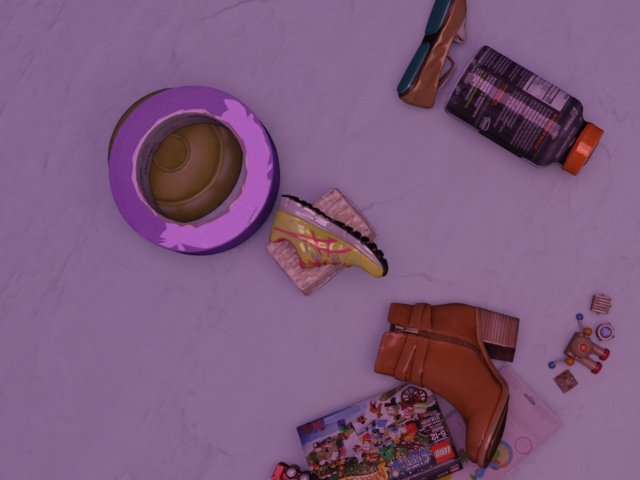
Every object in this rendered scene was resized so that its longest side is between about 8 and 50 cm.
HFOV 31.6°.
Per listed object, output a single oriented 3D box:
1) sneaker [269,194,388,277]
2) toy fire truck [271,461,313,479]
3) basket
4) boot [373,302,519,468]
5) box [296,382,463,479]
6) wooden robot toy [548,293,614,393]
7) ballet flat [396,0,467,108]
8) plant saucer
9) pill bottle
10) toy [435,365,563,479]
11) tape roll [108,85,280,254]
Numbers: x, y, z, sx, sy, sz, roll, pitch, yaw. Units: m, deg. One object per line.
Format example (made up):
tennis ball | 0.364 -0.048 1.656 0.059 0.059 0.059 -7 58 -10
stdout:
sneaker | 0.010 0.013 1.793 0.208 0.081 0.094 30 96 14
toy fire truck | -0.054 0.443 1.873 0.192 0.047 0.135 24 88 7
basket | 0.000 0.000 1.880 0.167 0.103 0.113 -41 83 0
boot | 0.192 0.217 1.797 0.220 0.109 0.283 8 59 10
box | 0.094 0.335 1.828 0.233 0.044 0.159 -22 53 1
wooden robot toy | 0.433 0.170 1.829 0.076 0.079 0.173 30 89 8
ballet flat | 0.204 -0.331 1.915 0.073 0.080 0.232 25 90 -20
plant saucer | -0.255 -0.150 1.956 0.240 0.037 0.241 -1 84 6
pill bottle | 0.336 -0.204 1.849 0.245 0.130 0.130 33 89 8
toy | 0.263 0.334 1.836 0.237 0.056 0.137 -41 61 -3
tape roll | -0.208 -0.114 1.884 0.274 0.090 0.275 -1 85 7
